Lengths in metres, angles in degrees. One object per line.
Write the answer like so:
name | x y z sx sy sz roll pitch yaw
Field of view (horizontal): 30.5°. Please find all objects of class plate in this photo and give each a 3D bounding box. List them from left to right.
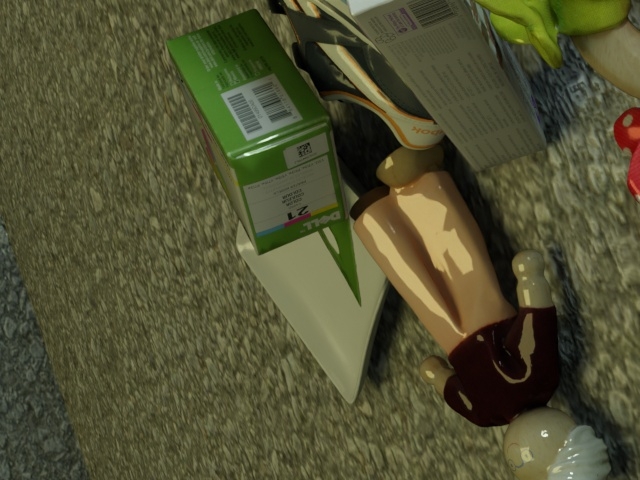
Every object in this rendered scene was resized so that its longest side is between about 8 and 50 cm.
plate | 0.000 0.000 1.320 0.277 0.045 0.278 53 148 33

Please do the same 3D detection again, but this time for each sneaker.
sneaker | 0.019 -0.208 1.066 0.321 0.126 0.127 53 146 33

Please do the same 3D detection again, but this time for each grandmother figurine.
grandmother figurine | 0.142 0.089 1.047 0.342 0.104 0.208 61 156 21

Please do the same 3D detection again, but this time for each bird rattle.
bird rattle | 0.217 -0.136 0.705 0.253 0.143 0.207 41 120 -1

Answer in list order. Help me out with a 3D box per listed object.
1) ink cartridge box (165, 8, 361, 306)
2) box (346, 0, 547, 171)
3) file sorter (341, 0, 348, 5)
ink cartridge box | -0.048 -0.059 1.125 0.255 0.097 0.189 78 167 -46
box | 0.094 -0.130 0.821 0.324 0.067 0.063 32 -137 -65
file sorter | 0.095 -0.235 0.881 0.118 0.104 0.170 37 150 -2
